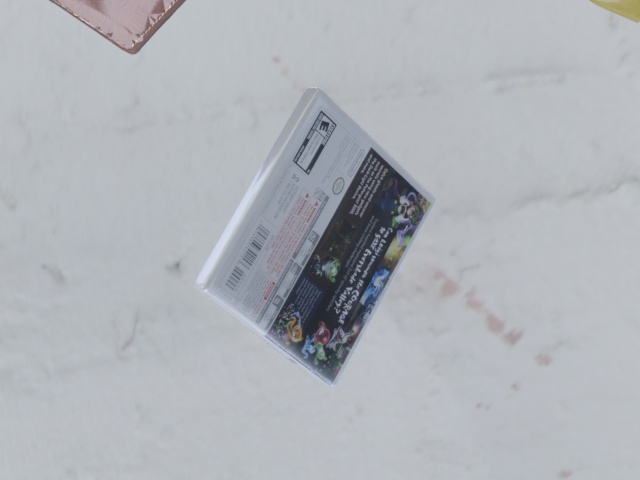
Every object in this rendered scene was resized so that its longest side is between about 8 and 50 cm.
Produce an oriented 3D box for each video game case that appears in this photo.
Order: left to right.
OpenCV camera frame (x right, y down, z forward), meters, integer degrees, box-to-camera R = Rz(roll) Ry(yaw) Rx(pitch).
[{"bbox_3d":[0.000,0.000,1.297,0.173,0.022,0.190,40,-108,-39],"label":"video game case"}]

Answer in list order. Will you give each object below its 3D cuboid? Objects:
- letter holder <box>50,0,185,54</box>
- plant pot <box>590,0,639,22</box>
[{"bbox_3d":[-0.151,-0.340,1.330,0.214,0.302,0.152,31,-136,-22],"label":"letter holder"},{"bbox_3d":[0.249,-0.247,1.344,0.083,0.081,0.081,9,-128,-24],"label":"plant pot"}]
